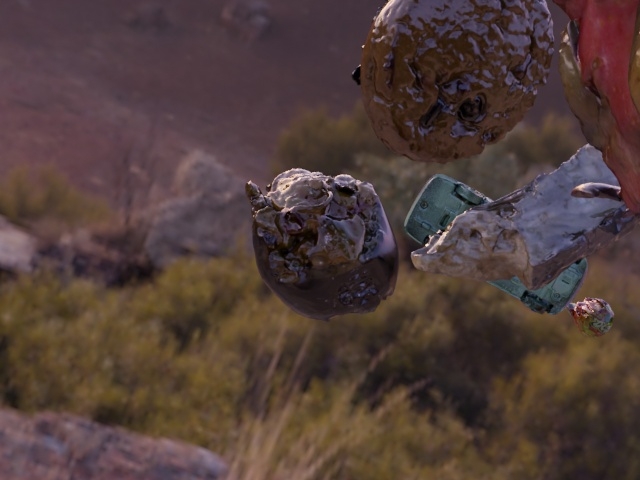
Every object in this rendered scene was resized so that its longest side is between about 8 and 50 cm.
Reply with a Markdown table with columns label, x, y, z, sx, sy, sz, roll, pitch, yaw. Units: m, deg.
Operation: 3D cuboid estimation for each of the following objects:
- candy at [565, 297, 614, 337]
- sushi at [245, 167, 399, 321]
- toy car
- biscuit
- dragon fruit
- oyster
| label | x | y | z | sx | sy | sz | roll | pitch | yaw |
| --- | --- | --- | --- | --- | --- | --- | --- | --- | --- |
| candy | 0.366 | 0.097 | 2.354 | 0.060 | 0.060 | 0.201 | 5 | 14 | -43 |
| sushi | -0.004 | -0.004 | 2.230 | 0.213 | 0.204 | 0.200 | -25 | 50 | -11 |
| toy car | 0.212 | 0.004 | 1.850 | 0.224 | 0.090 | 0.076 | 29 | 9 | -3 |
| biscuit | 0.179 | -0.227 | 1.921 | 0.296 | 0.296 | 0.075 | 8 | 18 | -38 |
| dragon fruit | 0.288 | -0.187 | 1.118 | 0.263 | 0.314 | 0.296 | 64 | 7 | 2 |
| oyster | 0.260 | -0.027 | 1.639 | 0.341 | 0.166 | 0.110 | -26 | 77 | -28 |
